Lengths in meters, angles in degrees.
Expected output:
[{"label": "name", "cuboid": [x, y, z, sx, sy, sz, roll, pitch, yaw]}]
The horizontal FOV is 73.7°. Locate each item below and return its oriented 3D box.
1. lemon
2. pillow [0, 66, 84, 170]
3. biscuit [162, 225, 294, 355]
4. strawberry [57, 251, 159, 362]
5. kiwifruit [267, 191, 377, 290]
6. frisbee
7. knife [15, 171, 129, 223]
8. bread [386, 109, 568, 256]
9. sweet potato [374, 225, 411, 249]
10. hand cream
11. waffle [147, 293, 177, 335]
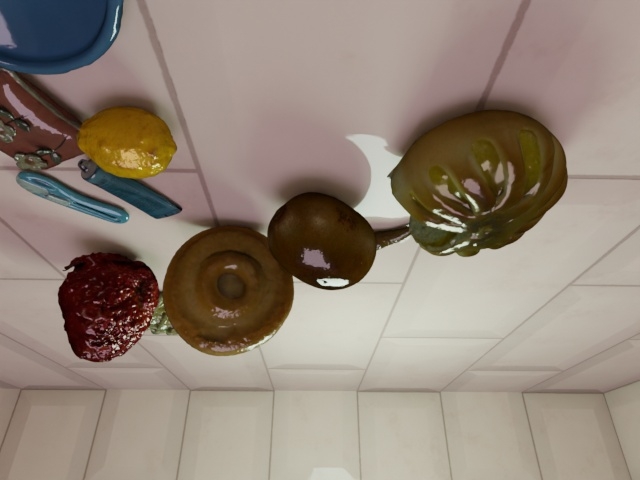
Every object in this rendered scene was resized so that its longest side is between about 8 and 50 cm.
[{"label": "lemon", "cuboid": [-0.313, -0.158, 0.694, 0.154, 0.114, 0.114, 4, 149, -6]}, {"label": "pillow", "cuboid": [-0.483, -0.182, 0.692, 0.171, 0.075, 0.179, -15, 145, 22]}, {"label": "biscuit", "cuboid": [-0.203, 0.105, 0.954, 0.295, 0.297, 0.102, 6, 159, -9]}, {"label": "strawberry", "cuboid": [-0.523, 0.156, 1.082, 0.220, 0.274, 0.274, -14, 150, -7]}, {"label": "kiwifruit", "cuboid": [0.000, 0.000, 0.886, 0.195, 0.196, 0.233, -25, 134, 36]}, {"label": "frisbee", "cuboid": [-0.373, -0.324, 0.481, 0.288, 0.049, 0.290, -2, 147, -2]}, {"label": "knife", "cuboid": [-0.514, -0.083, 0.898, 0.221, 0.032, 0.064, 26, 136, -37]}, {"label": "bread", "cuboid": [0.287, -0.080, 0.777, 0.332, 0.160, 0.333, -1, 149, -1]}, {"label": "sweet potato", "cuboid": [0.112, 0.013, 1.034, 0.249, 0.060, 0.069, -24, 162, 28]}, {"label": "hand cream", "cuboid": [-0.387, -0.101, 0.868, 0.083, 0.048, 0.224, -13, 153, 21]}, {"label": "waffle", "cuboid": [-0.535, 0.256, 1.439, 0.291, 0.056, 0.309, -7, 149, 10]}]
